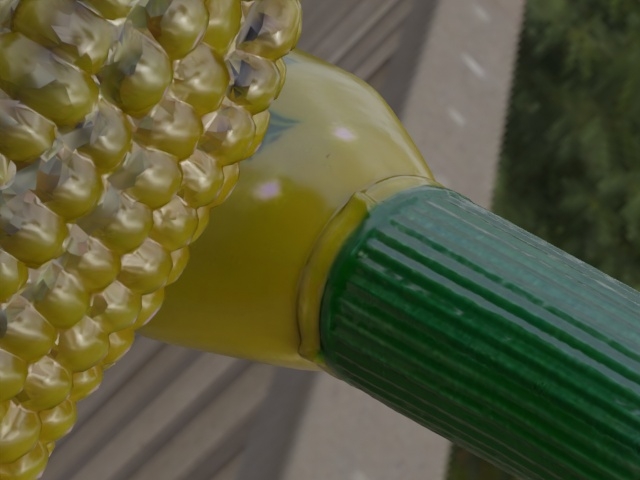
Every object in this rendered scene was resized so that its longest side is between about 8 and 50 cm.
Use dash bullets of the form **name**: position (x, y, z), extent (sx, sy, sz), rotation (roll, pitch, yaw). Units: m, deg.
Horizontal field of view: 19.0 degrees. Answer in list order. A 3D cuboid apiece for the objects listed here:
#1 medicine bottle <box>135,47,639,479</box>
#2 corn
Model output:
- **medicine bottle**: position (0.000, 0.000, 0.470), extent (0.260, 0.095, 0.064), rotation (29, -35, 42)
- **corn**: position (-0.097, 0.024, 0.363), extent (0.101, 0.310, 0.101), rotation (32, 2, -1)
